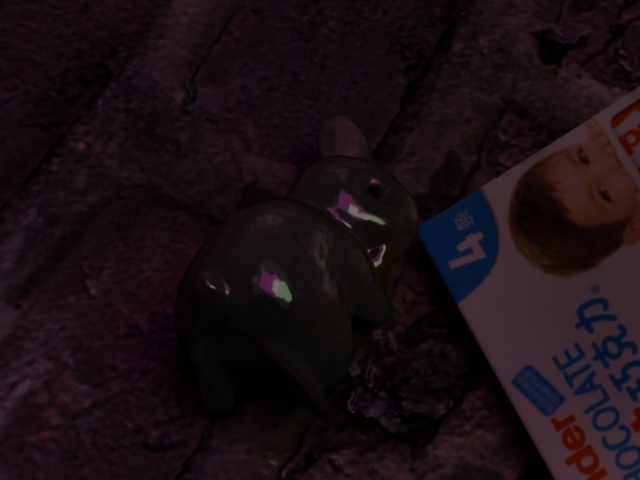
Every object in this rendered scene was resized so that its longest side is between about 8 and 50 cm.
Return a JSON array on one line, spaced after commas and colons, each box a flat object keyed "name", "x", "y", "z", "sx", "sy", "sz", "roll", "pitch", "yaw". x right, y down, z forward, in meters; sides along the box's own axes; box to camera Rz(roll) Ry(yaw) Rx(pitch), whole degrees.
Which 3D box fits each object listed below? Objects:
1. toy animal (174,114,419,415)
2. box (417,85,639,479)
[{"name": "toy animal", "x": 0.001, "y": -0.002, "z": 1.296, "sx": 0.125, "sy": 0.127, "sz": 0.251, "roll": 24, "pitch": 50, "yaw": 8}, {"name": "box", "x": 0.234, "y": 0.033, "z": 1.284, "sx": 0.265, "sy": 0.048, "sz": 0.273, "roll": -34, "pitch": 62, "yaw": 9}]
